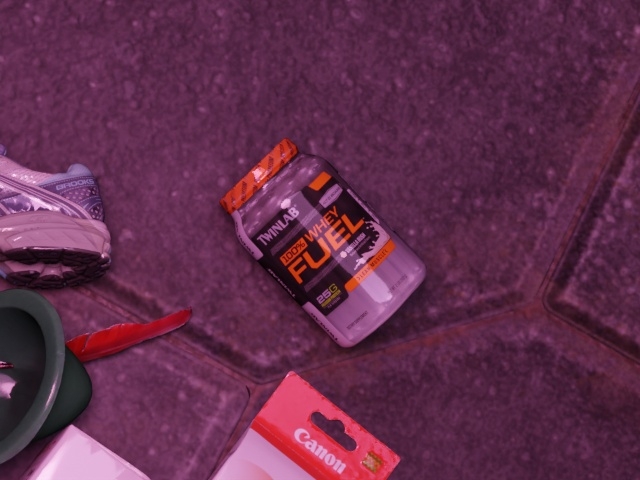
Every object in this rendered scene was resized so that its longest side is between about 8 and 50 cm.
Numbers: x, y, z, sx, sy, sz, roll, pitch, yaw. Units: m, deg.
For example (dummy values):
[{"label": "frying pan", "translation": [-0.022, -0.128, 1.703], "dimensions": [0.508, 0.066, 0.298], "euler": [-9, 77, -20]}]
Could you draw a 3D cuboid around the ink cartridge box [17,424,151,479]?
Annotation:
[{"label": "ink cartridge box", "translation": [-0.258, 0.278, 1.707], "dimensions": [0.092, 0.160, 0.219], "euler": [38, 71, -6]}]

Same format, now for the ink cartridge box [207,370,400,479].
[{"label": "ink cartridge box", "translation": [-0.021, 0.235, 1.843], "dimensions": [0.145, 0.045, 0.179], "euler": [39, 74, -6]}]

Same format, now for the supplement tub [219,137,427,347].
[{"label": "supplement tub", "translation": [0.000, 0.000, 1.857], "dimensions": [0.190, 0.117, 0.117], "euler": [45, 71, -3]}]

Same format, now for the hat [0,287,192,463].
[{"label": "hat", "translation": [-0.239, 0.149, 1.794], "dimensions": [0.183, 0.208, 0.173], "euler": [32, 34, -48]}]

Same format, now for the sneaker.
[{"label": "sneaker", "translation": [-0.336, -0.028, 1.792], "dimensions": [0.283, 0.110, 0.122], "euler": [6, 60, -17]}]
